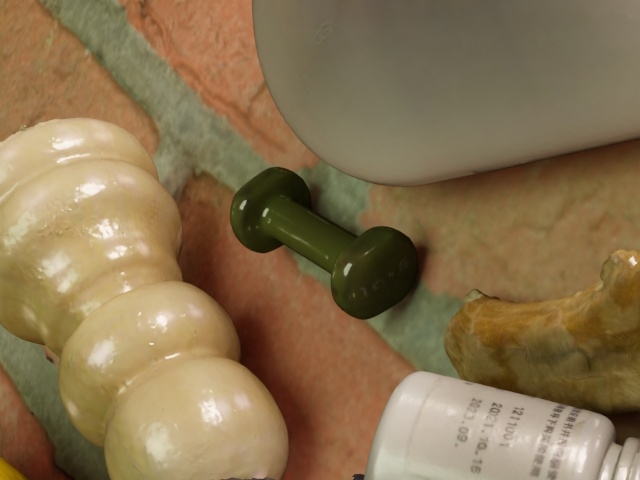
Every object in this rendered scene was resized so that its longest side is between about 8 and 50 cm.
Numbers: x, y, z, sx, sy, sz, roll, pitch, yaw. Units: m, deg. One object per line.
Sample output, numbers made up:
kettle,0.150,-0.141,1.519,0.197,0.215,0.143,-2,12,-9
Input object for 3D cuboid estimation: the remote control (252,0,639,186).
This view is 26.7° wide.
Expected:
remote control,0.088,-0.144,0.632,0.332,0.104,0.221,-11,79,46

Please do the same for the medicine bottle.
medicine bottle,0.089,0.106,0.557,0.130,0.080,0.080,12,90,19

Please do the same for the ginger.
ginger,0.150,0.008,0.544,0.294,0.086,0.131,-29,92,46

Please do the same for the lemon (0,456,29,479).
lemon,-0.301,0.247,0.789,0.348,0.348,0.347,-14,70,45

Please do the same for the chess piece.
chess piece,-0.107,0.059,0.789,0.142,0.143,0.261,-54,54,24

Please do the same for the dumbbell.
dumbbell,0.000,0.000,0.730,0.118,0.052,0.046,32,148,47

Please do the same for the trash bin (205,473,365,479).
trash bin,0.018,0.296,0.508,0.368,0.256,0.296,32,103,40
